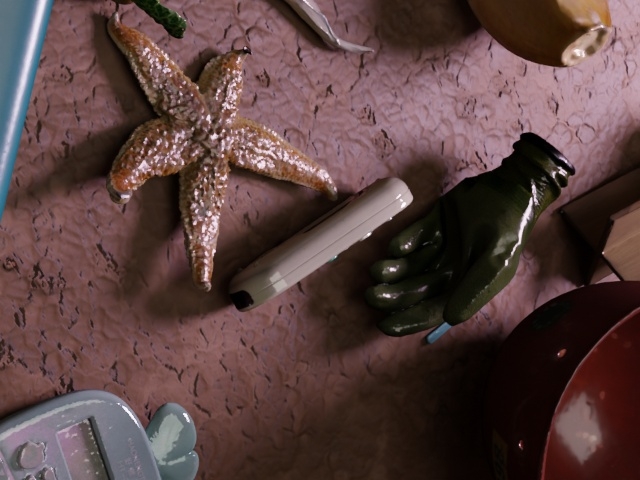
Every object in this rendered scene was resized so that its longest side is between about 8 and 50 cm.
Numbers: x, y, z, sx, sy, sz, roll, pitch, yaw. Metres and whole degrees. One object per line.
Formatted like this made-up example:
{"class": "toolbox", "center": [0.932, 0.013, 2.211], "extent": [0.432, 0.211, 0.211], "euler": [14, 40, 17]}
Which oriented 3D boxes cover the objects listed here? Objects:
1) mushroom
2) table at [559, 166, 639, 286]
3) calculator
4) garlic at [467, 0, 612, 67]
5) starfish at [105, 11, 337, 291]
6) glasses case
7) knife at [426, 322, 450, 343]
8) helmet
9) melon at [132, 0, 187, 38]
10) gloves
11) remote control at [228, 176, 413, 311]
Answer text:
{"class": "mushroom", "center": [-0.072, -0.233, 1.569], "extent": [0.306, 0.043, 0.068], "euler": [5, 107, -36]}
{"class": "table", "center": [0.394, -0.032, 1.838], "extent": [0.227, 0.167, 0.167], "euler": [-26, 107, -22]}
{"class": "calculator", "center": [-0.238, 0.235, 1.476], "extent": [0.295, 0.042, 0.184], "euler": [-23, 105, -29]}
{"class": "garlic", "center": [0.219, -0.298, 1.689], "extent": [0.145, 0.164, 0.245], "euler": [-24, 101, -14]}
{"class": "starfish", "center": [-0.107, -0.075, 1.547], "extent": [0.295, 0.048, 0.231], "euler": [36, 63, -32]}
{"class": "glasses case", "center": [-0.296, -0.154, 1.401], "extent": [0.117, 0.070, 0.301], "euler": [15, 85, -34]}
{"class": "knife", "center": [0.144, 0.080, 1.749], "extent": [0.091, 0.005, 0.014], "euler": [-37, 114, -28]}
{"class": "helmet", "center": [0.302, 0.195, 1.730], "extent": [0.337, 0.230, 0.385], "euler": [-31, 122, -20]}
{"class": "melon", "center": [-0.184, -0.295, 1.449], "extent": [0.053, 0.114, 0.261], "euler": [-21, 99, 11]}
{"class": "gloves", "center": [0.153, 0.001, 1.687], "extent": [0.268, 0.135, 0.107], "euler": [-40, 140, -14]}
{"class": "remote control", "center": [0.000, 0.000, 1.604], "extent": [0.221, 0.078, 0.042], "euler": [-33, 97, -28]}
